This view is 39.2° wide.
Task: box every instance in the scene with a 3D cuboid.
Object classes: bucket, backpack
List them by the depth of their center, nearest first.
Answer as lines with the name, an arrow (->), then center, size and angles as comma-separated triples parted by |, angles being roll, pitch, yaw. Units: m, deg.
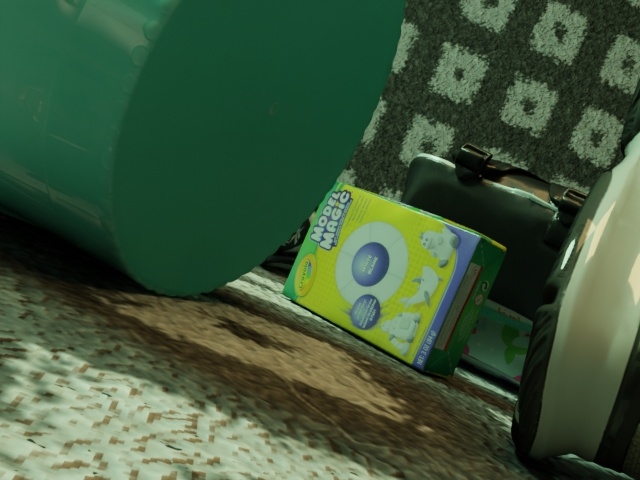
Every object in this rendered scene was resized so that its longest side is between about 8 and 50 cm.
bucket -> -0.091, -0.114, 0.518 | 0.183, 0.281, 0.281 | 33, 6, 23
backpack -> 0.186, 0.027, 0.821 | 0.225, 0.191, 0.253 | 25, 13, 24

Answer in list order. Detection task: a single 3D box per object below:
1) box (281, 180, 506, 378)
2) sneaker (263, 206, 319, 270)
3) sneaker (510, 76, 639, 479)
box -> 0.043, 0.020, 0.684 | 0.043, 0.105, 0.179 | 22, 1, -44
sneaker -> 0.000, 0.000, 0.923 | 0.235, 0.094, 0.153 | 23, 3, 13
sneaker -> 0.303, -0.011, 0.537 | 0.257, 0.447, 0.169 | 19, -40, 20
